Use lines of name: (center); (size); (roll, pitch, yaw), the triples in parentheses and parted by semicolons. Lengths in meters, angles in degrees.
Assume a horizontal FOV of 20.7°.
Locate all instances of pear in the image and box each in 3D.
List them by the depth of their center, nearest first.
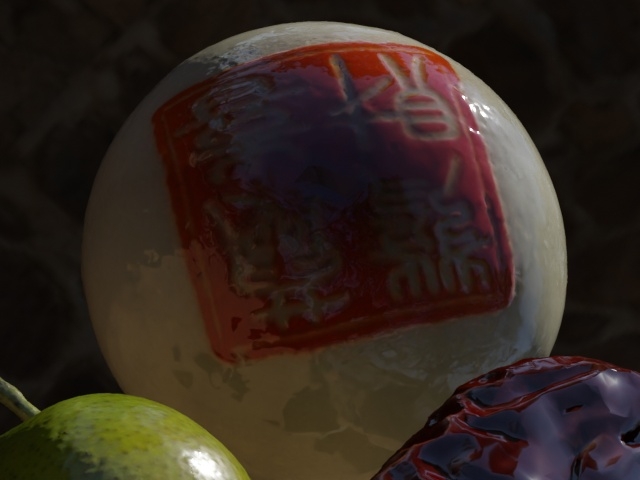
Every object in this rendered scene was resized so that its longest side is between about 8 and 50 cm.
pear: (-0.115, 0.144, 0.869); (0.166, 0.180, 0.216); (9, 51, -50)

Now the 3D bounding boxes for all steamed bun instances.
steamed bun: (0.000, 0.000, 1.307); (0.374, 0.374, 0.241); (50, -11, 20)

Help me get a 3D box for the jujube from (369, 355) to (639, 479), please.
jujube: (0.063, 0.193, 0.781); (0.216, 0.216, 0.342); (44, 53, -5)
